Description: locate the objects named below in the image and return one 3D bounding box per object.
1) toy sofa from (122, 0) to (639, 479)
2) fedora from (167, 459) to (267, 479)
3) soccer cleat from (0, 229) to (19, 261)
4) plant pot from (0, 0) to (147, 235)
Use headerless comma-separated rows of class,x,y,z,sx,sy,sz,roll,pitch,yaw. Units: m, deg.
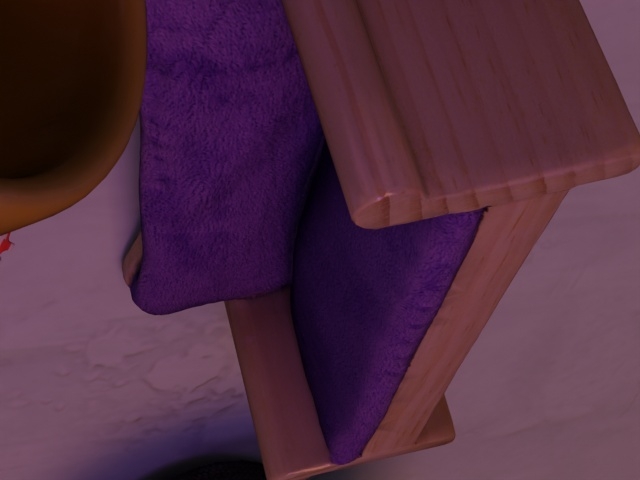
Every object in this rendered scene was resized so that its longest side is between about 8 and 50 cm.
toy sofa,0.000,0.000,0.624,0.177,0.150,0.362,-11,155,-13
fedora,-0.066,0.276,1.003,0.334,0.152,0.334,-16,144,-12
soccer cleat,-0.172,-0.020,0.667,0.036,0.029,0.083,16,126,-32
plant pot,-0.217,-0.093,0.380,0.239,0.254,0.254,-18,148,20
